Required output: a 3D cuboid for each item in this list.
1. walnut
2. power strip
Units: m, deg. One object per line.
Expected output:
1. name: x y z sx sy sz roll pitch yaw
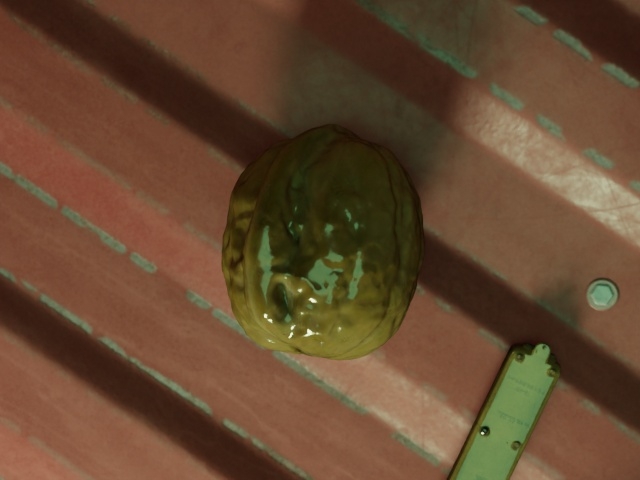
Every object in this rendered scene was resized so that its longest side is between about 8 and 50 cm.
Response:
1. walnut: 0.000 0.000 1.292 0.225 0.257 0.257 3 99 38
2. power strip: 0.196 0.253 1.391 0.064 0.044 0.305 24 97 2
